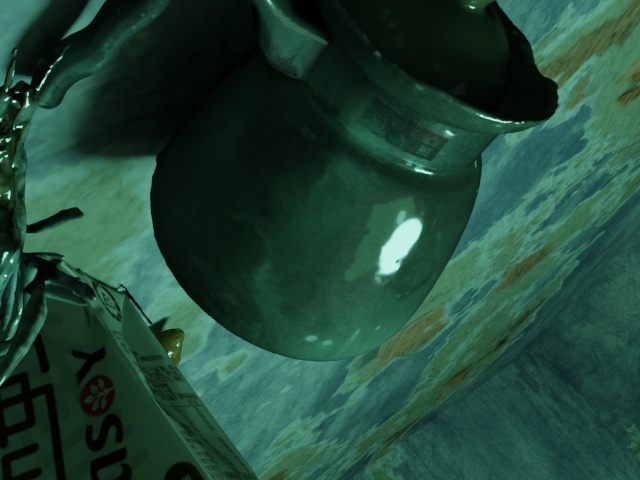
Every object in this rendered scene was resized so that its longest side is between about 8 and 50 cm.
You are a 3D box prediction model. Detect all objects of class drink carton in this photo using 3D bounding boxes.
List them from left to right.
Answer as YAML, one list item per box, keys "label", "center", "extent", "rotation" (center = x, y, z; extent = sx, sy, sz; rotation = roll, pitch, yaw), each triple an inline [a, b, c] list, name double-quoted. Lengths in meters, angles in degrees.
- label: "drink carton"
  center: [-0.171, 0.202, 0.682]
  extent: [0.194, 0.324, 0.132]
  rotation: [-40, 159, -1]

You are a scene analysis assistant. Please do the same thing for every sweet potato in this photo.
- label: "sweet potato"
  center: [-0.219, 0.173, 0.927]
  extent: [0.218, 0.051, 0.065]
  rotation: [-47, 160, 18]

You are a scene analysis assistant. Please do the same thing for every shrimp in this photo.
- label: "shrimp"
  center: [-0.261, 0.061, 0.505]
  extent: [0.410, 0.166, 0.221]
  rotation: [-36, 165, 26]

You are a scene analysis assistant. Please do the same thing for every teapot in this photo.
- label: "teapot"
  center: [0.000, -0.099, 0.579]
  extent: [0.285, 0.305, 0.223]
  rotation: [-51, -170, 37]
